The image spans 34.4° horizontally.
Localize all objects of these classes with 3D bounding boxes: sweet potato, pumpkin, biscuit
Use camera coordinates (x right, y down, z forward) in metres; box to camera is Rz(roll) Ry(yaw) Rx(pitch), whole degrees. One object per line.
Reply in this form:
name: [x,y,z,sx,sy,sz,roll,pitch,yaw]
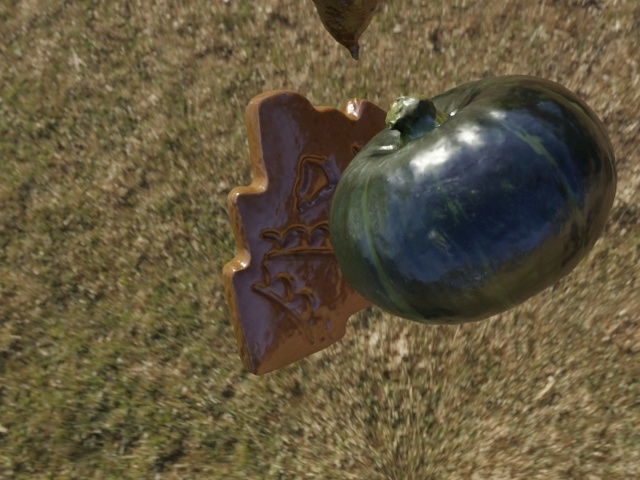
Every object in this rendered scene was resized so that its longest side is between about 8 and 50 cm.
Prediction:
sweet potato: [0.013,-0.242,0.871,0.068,0.226,0.068,-5,62,9]
pumpkin: [0.083,-0.026,0.584,0.167,0.125,0.167,-13,32,8]
biscuit: [0.000,0.000,1.069,0.043,0.284,0.306,15,78,50]
